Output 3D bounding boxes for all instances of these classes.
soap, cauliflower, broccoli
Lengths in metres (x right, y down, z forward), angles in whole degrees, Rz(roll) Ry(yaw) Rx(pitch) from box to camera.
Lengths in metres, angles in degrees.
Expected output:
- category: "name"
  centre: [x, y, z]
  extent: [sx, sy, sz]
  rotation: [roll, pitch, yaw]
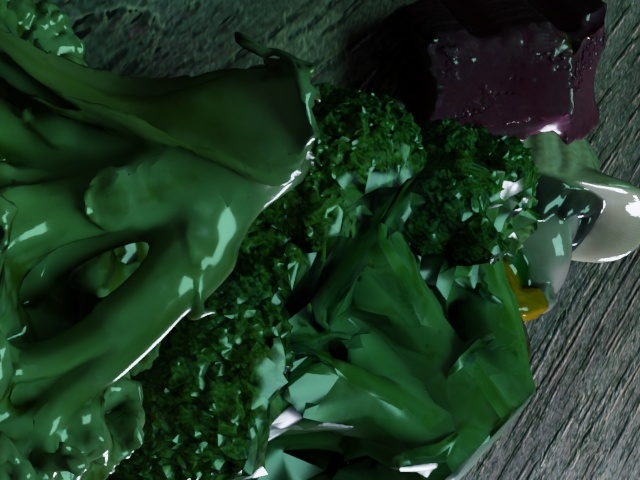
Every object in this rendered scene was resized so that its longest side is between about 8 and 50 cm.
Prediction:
- category: "soap"
  centre: [0.161, -0.166, 1.725]
  extent: [0.289, 0.182, 0.112]
  rotation: [-106, -164, -72]
- category: "cauliflower"
  centre: [-0.142, -0.007, 1.086]
  extent: [0.260, 0.281, 0.327]
  rotation: [101, -13, -75]
- category: "broccoli"
  centre: [-0.020, 0.062, 1.336]
  extent: [0.413, 0.321, 0.310]
  rotation: [-36, 103, -51]

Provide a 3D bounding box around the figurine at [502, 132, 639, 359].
- category: "figurine"
  centre: [0.143, 0.016, 1.770]
  extent: [0.332, 0.204, 0.185]
  rotation: [-44, 178, -31]
